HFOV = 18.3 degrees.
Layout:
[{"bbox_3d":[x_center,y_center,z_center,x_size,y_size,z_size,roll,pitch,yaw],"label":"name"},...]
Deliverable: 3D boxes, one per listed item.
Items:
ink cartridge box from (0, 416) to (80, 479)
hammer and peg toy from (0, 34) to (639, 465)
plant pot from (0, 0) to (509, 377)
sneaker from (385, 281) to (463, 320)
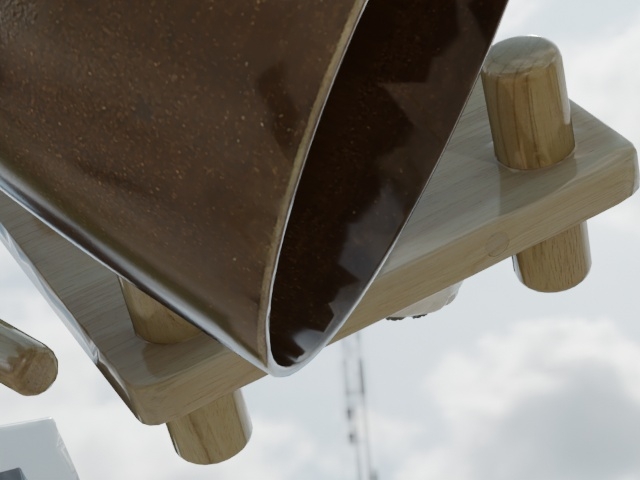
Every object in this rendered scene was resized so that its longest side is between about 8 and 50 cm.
[{"bbox_3d":[-0.295,0.210,1.275,0.197,0.114,0.273,-26,-10,22],"label":"ink cartridge box"},{"bbox_3d":[-0.065,-0.009,0.916,0.361,0.266,0.127,-26,-53,-17],"label":"hammer and peg toy"},{"bbox_3d":[-0.070,-0.101,0.626,0.230,0.215,0.215,24,-33,12],"label":"plant pot"},{"bbox_3d":[0.000,0.000,1.168,0.271,0.100,0.108,-14,-23,-41],"label":"sneaker"}]
